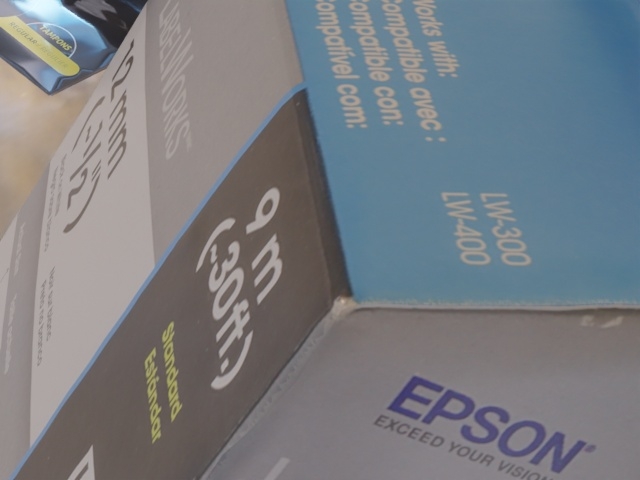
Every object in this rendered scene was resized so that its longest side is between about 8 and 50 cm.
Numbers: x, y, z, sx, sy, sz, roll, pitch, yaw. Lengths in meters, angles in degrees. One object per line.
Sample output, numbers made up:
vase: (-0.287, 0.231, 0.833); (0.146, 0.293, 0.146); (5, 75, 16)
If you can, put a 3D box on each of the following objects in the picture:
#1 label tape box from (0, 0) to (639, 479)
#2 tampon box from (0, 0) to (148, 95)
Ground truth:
label tape box: (0.000, 0.000, 0.460); (0.115, 0.249, 0.347); (22, 120, -23)
tampon box: (-0.137, -0.181, 0.798); (0.101, 0.161, 0.120); (-22, 142, 24)
